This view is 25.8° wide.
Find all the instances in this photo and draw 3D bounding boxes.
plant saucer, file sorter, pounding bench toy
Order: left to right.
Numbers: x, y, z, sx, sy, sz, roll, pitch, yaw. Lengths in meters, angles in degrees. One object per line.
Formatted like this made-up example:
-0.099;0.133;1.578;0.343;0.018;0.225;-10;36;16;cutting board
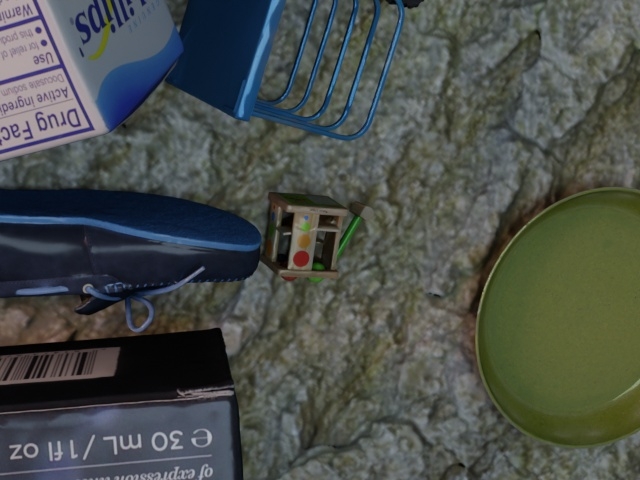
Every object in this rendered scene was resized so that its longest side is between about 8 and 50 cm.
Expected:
-0.029;-0.147;1.027;0.104;0.170;0.118;14;98;-26;file sorter
0.000;0.000;1.137;0.083;0.052;0.065;3;103;-21;pounding bench toy
0.241;0.067;1.249;0.241;0.037;0.241;-5;106;-18;plant saucer

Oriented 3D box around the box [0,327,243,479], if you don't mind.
-0.195;0.281;0.982;0.293;0.212;0.395;-5;98;-6;box

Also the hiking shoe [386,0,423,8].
0.024;-0.278;1.055;0.114;0.086;0.227;-44;113;-1;hiking shoe

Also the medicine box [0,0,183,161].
-0.270;-0.189;0.873;0.263;0.149;0.289;-12;114;21;medicine box

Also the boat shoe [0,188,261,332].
-0.176;0.012;1.065;0.258;0.109;0.089;6;109;-4;boat shoe
